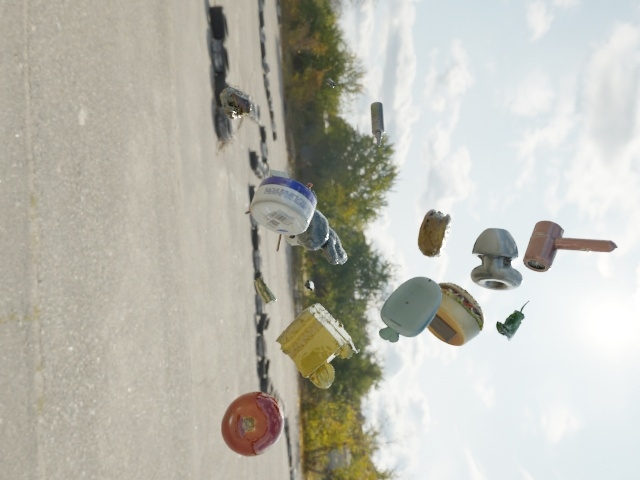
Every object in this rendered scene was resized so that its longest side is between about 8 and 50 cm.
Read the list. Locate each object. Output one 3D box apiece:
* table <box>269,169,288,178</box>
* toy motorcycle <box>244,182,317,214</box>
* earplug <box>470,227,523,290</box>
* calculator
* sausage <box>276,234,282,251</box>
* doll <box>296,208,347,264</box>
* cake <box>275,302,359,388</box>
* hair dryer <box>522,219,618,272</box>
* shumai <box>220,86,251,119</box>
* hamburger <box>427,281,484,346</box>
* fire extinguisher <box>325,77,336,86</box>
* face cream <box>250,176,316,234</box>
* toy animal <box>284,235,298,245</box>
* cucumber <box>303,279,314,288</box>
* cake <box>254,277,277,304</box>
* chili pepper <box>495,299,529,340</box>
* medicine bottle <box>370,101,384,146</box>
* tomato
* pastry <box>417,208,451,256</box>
[{"bbox_3d":[-0.189,-0.254,2.042,0.062,0.079,0.083,-113,-145,-54],"label":"table"},{"bbox_3d":[-0.160,-0.161,2.047,0.221,0.326,0.147,-13,-89,66],"label":"toy motorcycle"},{"bbox_3d":[0.745,0.095,1.991,0.175,0.214,0.325,-56,139,-46],"label":"earplug"},{"bbox_3d":[0.329,0.256,1.747,0.186,0.299,0.041,31,-20,35],"label":"calculator"},{"bbox_3d":[-0.209,0.010,2.375,0.015,0.015,0.100,105,-4,-85],"label":"sausage"},{"bbox_3d":[-0.007,0.002,1.961,0.340,0.158,0.245,48,19,-58],"label":"doll"},{"bbox_3d":[-0.006,0.436,1.933,0.286,0.227,0.222,45,9,11],"label":"cake"},{"bbox_3d":[1.068,0.032,2.008,0.125,0.353,0.210,45,63,-34],"label":"hair dryer"},{"bbox_3d":[-0.329,-0.551,1.862,0.139,0.105,0.123,-94,165,-64],"label":"shumai"},{"bbox_3d":[0.570,0.315,2.032,0.300,0.176,0.300,39,-27,23],"label":"hamburger"},{"bbox_3d":[0.046,-0.726,2.171,0.083,0.038,0.025,-120,-159,-50],"label":"fire extinguisher"},{"bbox_3d":[-0.126,-0.108,1.562,0.206,0.206,0.111,89,16,-61],"label":"face cream"},{"bbox_3d":[-0.105,-0.065,2.373,0.138,0.179,0.166,47,-20,19],"label":"toy animal"},{"bbox_3d":[-0.041,0.166,1.738,0.184,0.033,0.036,70,29,-78],"label":"cucumber"},{"bbox_3d":[-0.259,0.232,2.135,0.140,0.051,0.055,53,20,7],"label":"cake"},{"bbox_3d":[0.811,0.350,1.998,0.279,0.065,0.122,-24,125,-45],"label":"chili pepper"},{"bbox_3d":[0.244,-0.490,1.994,0.057,0.058,0.199,92,-2,-74],"label":"medicine bottle"},{"bbox_3d":[-0.209,0.568,1.460,0.136,0.195,0.195,87,-1,-72],"label":"tomato"},{"bbox_3d":[0.566,-0.024,2.294,0.240,0.132,0.235,-55,146,-29],"label":"pastry"}]
